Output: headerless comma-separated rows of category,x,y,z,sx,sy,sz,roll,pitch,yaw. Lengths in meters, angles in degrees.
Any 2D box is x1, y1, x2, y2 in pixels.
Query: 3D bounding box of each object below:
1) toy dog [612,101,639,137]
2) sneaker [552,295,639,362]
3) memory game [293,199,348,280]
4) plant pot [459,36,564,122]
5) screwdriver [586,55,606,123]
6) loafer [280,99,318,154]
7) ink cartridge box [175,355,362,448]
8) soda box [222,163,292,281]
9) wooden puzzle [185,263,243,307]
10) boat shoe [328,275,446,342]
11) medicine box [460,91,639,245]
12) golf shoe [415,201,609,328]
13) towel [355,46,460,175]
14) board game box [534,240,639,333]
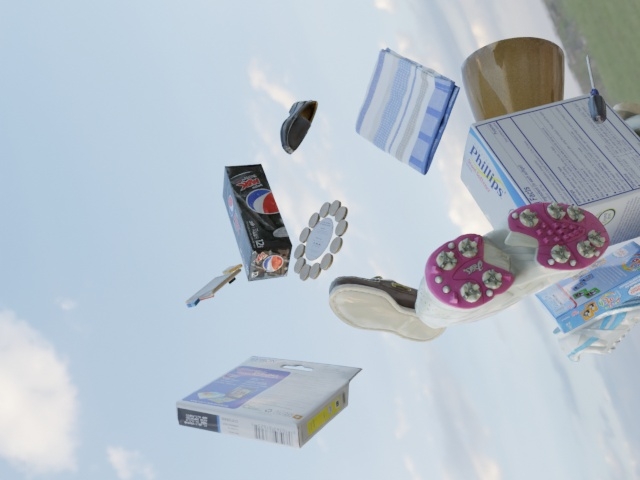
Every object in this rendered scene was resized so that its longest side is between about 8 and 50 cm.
toy dog,0.724,-0.190,1.666,0.220,0.334,0.161,-44,-59,-23
sneaker,0.638,0.192,1.835,0.092,0.229,0.087,63,-158,-1
memory game,0.000,0.000,1.725,0.012,0.186,0.186,26,-141,-27
plant pot,0.448,-0.285,1.874,0.237,0.237,0.254,32,-130,-58
screwdriver,0.397,-0.228,1.220,0.025,0.024,0.169,17,-136,-13
loafer,-0.052,-0.282,2.023,0.062,0.061,0.170,42,-132,-36
ink cartridge box,-0.104,0.345,1.826,0.307,0.304,0.072,-20,-70,-60
soda box,-0.085,-0.027,1.085,0.168,0.053,0.060,-113,25,-42
wooden puzzle,-0.152,0.067,1.193,0.116,0.079,0.014,-39,-78,-36
boat shoe,0.141,0.136,1.832,0.325,0.116,0.096,20,-142,-33
medicine box,0.453,-0.116,1.554,0.149,0.290,0.263,89,160,-50
golf shoe,0.257,0.035,1.146,0.115,0.306,0.140,64,155,23
towel,0.176,-0.283,1.788,0.034,0.209,0.285,6,-158,-33
board game box,0.511,0.082,1.522,0.039,0.212,0.160,58,-172,-10
